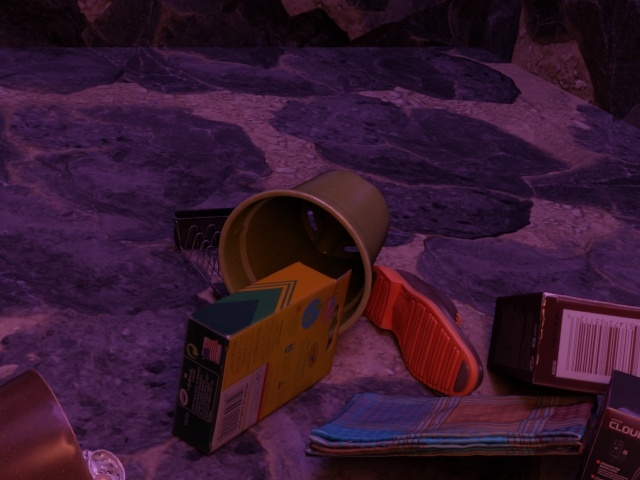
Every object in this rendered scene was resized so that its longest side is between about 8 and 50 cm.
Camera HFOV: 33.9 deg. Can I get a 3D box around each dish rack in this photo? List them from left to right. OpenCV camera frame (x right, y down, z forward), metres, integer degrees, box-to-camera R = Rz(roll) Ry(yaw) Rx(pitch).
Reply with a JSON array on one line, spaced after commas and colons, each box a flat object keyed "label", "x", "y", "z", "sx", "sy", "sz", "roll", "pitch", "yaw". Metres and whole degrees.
[{"label": "dish rack", "x": -0.145, "y": 0.028, "z": 1.975, "sx": 0.208, "sy": 0.074, "sz": 0.271, "roll": -5, "pitch": 30, "yaw": -28}]

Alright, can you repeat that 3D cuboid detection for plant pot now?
[{"label": "plant pot", "x": -0.404, "y": 0.291, "z": 1.217, "sx": 0.230, "sy": 0.215, "sz": 0.215, "roll": -21, "pitch": 38, "yaw": -27}, {"label": "plant pot", "x": 0.000, "y": 0.000, "z": 1.847, "sx": 0.276, "sy": 0.276, "sz": 0.254, "roll": 19, "pitch": 28, "yaw": 16}]

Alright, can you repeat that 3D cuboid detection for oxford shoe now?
[{"label": "oxford shoe", "x": 0.201, "y": 0.145, "z": 1.818, "sx": 0.133, "sy": 0.130, "sz": 0.363, "roll": 5, "pitch": 26, "yaw": -27}]

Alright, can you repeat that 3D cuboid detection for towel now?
[{"label": "towel", "x": 0.191, "y": 0.253, "z": 1.476, "sx": 0.370, "sy": 0.040, "sz": 0.271, "roll": -4, "pitch": 3, "yaw": 19}]

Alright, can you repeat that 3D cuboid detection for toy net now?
[{"label": "toy net", "x": -0.252, "y": 0.327, "z": 1.354, "sx": 0.122, "sy": 0.045, "sz": 0.232, "roll": -8, "pitch": 31, "yaw": -33}]

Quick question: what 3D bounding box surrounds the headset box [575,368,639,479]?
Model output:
[{"label": "headset box", "x": 0.449, "y": 0.318, "z": 1.366, "sx": 0.218, "sy": 0.293, "sz": 0.110, "roll": 17, "pitch": 26, "yaw": 13}]

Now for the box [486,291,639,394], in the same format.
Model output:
[{"label": "box", "x": 0.393, "y": 0.161, "z": 1.653, "sx": 0.191, "sy": 0.143, "sz": 0.381, "roll": 8, "pitch": -5, "yaw": -1}]

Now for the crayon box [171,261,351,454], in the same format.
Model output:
[{"label": "crayon box", "x": -0.082, "y": 0.162, "z": 1.583, "sx": 0.081, "sy": 0.202, "sz": 0.318, "roll": 25, "pitch": 28, "yaw": 27}]
